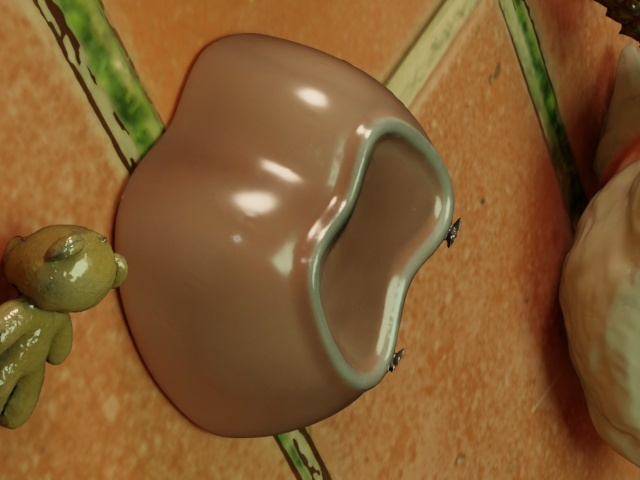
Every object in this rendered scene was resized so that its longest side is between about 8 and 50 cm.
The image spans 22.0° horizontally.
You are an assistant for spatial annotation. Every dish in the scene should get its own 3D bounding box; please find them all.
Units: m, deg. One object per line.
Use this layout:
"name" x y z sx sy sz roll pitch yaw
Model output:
"dish" 0.000 0.000 0.835 0.213 0.090 0.213 -14 107 -54

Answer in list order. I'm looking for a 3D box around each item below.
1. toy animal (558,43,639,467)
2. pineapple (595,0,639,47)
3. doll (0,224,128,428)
"toy animal" 0.269 0.021 1.183 0.266 0.188 0.308 -44 127 0
"pineapple" 0.195 -0.200 1.058 0.221 0.083 0.103 42 45 -37
"doll" -0.120 0.038 0.703 0.061 0.051 0.093 15 85 -62
